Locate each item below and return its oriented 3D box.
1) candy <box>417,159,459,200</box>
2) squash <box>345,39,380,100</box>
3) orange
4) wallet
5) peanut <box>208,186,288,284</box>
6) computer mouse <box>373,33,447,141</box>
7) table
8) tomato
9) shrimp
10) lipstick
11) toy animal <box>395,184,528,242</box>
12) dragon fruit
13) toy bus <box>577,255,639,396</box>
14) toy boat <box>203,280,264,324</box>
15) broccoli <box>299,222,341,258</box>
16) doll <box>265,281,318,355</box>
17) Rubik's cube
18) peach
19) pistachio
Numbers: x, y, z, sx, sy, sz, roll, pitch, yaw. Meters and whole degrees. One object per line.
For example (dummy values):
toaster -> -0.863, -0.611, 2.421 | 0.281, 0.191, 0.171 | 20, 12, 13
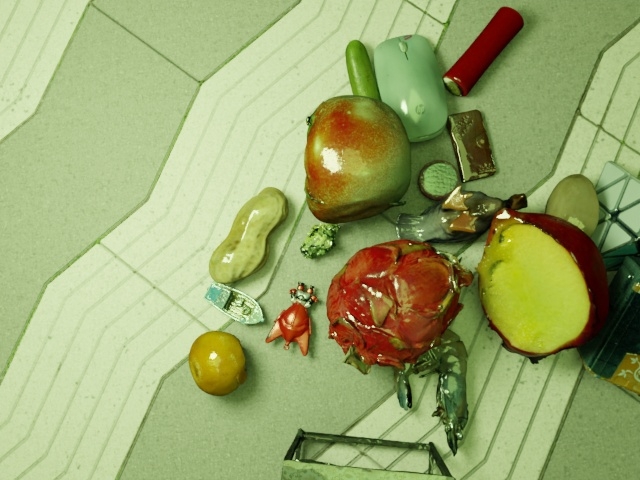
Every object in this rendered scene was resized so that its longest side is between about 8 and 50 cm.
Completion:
candy -> 0.294, -0.149, 1.265 | 0.103, 0.043, 0.103 | -1, 84, 6
squash -> 0.111, -0.389, 1.290 | 0.066, 0.066, 0.252 | -13, 82, 2
orange -> -0.240, 0.289, 1.210 | 0.134, 0.154, 0.155 | -21, 81, -40
wallet -> 0.378, -0.240, 1.277 | 0.095, 0.026, 0.176 | -12, 84, 0
peanut -> -0.169, -0.007, 1.248 | 0.125, 0.111, 0.275 | 31, 87, 2
computer mouse -> 0.226, -0.387, 1.269 | 0.159, 0.097, 0.289 | -11, 84, 5
table -> 0.091, 0.561, 1.089 | 0.334, 0.272, 0.223 | 5, 83, 5
tomato -> 0.086, -0.176, 1.160 | 0.238, 0.303, 0.304 | 1, 84, 6
shrimp -> 0.260, 0.351, 1.204 | 0.177, 0.075, 0.290 | -1, 85, 12
lipstick -> 0.407, -0.472, 1.273 | 0.080, 0.080, 0.241 | 40, 88, 7
toy animal -> 0.327, -0.057, 1.191 | 0.298, 0.185, 0.122 | -23, 84, 28
dragon fruit -> 0.160, 0.137, 1.134 | 0.277, 0.277, 0.343 | 38, 90, 7
toy bus -> 0.698, 0.181, 1.112 | 0.167, 0.138, 0.275 | 22, 112, 8
toy boat -> -0.212, 0.158, 1.259 | 0.172, 0.059, 0.069 | 28, 87, 6
broccoli -> 0.000, 0.000, 1.247 | 0.096, 0.092, 0.095 | 1, 97, -14
doll -> -0.060, 0.187, 1.246 | 0.109, 0.057, 0.169 | 17, 86, 7
Rubik's cube -> 0.727, -0.027, 1.172 | 0.228, 0.233, 0.229 | -30, 125, -35
peach -> 0.488, 0.070, 1.129 | 0.257, 0.201, 0.362 | -17, 103, 42
pistachio -> 0.593, -0.073, 1.201 | 0.108, 0.126, 0.186 | 21, 68, -32
